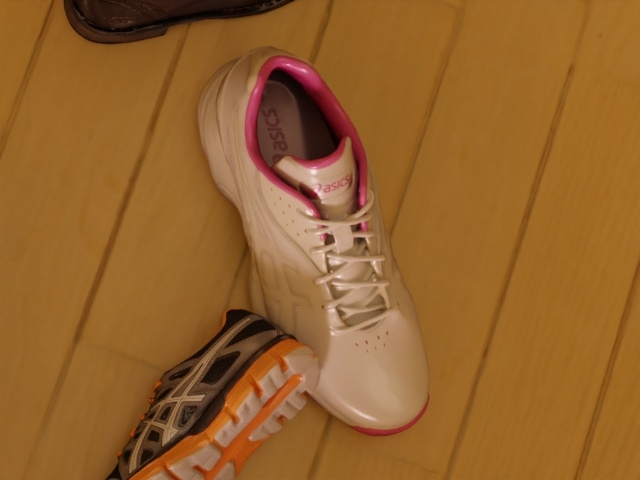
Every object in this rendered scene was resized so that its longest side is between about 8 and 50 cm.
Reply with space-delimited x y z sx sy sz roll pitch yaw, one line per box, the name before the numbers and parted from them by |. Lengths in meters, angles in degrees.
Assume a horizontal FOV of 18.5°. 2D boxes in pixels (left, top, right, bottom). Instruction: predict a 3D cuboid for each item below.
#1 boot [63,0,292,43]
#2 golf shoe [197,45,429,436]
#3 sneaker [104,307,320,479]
boot | -0.072 -0.219 1.406 0.263 0.229 0.091 -25 86 -14
golf shoe | 0.000 0.000 1.434 0.115 0.140 0.306 -24 88 -15
sneaker | -0.097 0.139 1.427 0.215 0.084 0.083 -43 55 -4
